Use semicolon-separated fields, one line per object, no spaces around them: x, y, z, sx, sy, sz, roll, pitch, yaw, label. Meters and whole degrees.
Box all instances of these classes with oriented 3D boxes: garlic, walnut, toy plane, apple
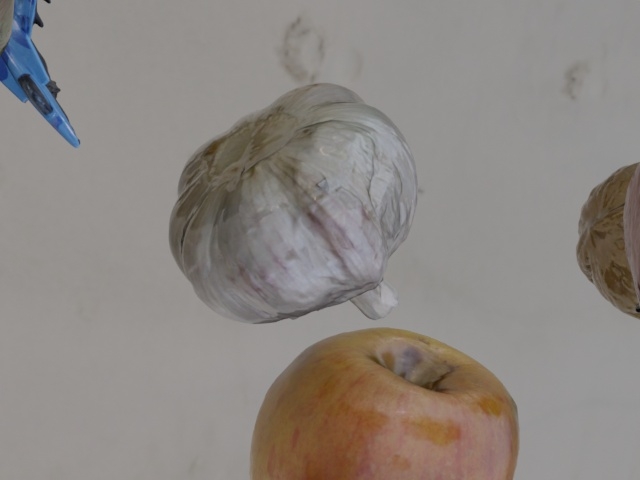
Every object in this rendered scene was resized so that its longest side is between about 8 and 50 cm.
0.000;0.000;1.018;0.218;0.218;0.212;-53;124;-22;garlic
0.397;0.003;1.455;0.213;0.213;0.213;-27;126;-44;walnut
-0.317;-0.195;1.310;0.169;0.246;0.078;-39;179;10;toy plane
0.066;0.249;1.429;0.299;0.299;0.275;-2;110;-52;apple

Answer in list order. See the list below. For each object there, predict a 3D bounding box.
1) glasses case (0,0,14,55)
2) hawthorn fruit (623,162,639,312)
-0.313;-0.228;0.973;0.156;0.098;0.425;-32;169;-24;glasses case
0.364;0.014;1.014;0.284;0.369;0.285;7;74;-24;hawthorn fruit
